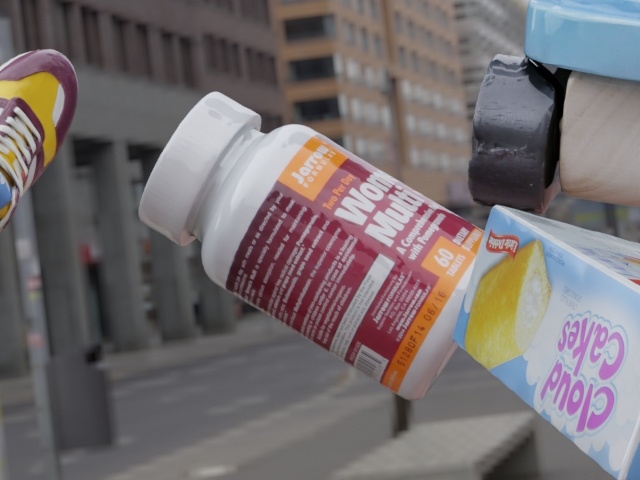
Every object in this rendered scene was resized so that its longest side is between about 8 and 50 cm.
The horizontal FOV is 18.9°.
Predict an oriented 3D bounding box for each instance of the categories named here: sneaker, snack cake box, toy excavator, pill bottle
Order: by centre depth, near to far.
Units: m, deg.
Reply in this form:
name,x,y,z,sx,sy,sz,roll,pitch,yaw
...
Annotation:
name,x,y,z,sx,sy,sz,roll,pitch,yaw
snack cake box,0.188,0.062,1.015,0.152,0.089,0.264,15,7,-16
sneaker,-0.202,-0.045,1.195,0.069,0.185,0.084,44,-21,-25
pill bottle,0.000,0.000,1.250,0.221,0.121,0.121,31,4,7
toy excavator,0.282,-0.252,1.376,0.222,0.445,0.433,11,16,17
